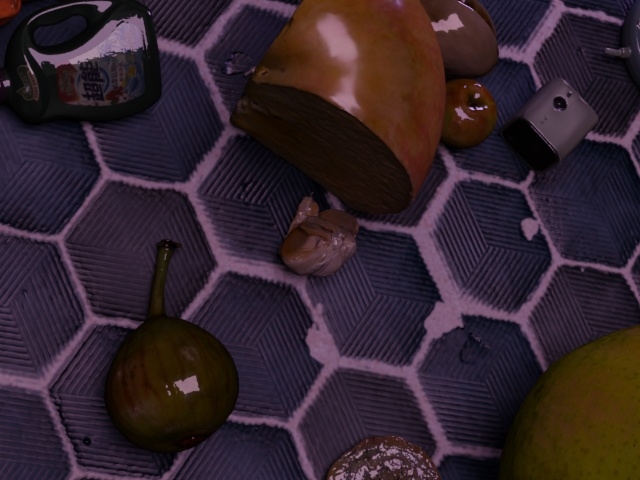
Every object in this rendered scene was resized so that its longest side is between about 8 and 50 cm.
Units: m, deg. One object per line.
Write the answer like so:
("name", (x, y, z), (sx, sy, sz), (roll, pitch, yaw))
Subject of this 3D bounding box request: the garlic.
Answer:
("garlic", (0.004, 0.003, 1.654), (0.113, 0.094, 0.074), (-44, 132, -26))

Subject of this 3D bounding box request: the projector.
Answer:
("projector", (0.293, -0.147, 1.767), (0.083, 0.083, 0.082), (46, 70, -3))

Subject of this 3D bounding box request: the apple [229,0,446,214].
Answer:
("apple", (0.025, -0.185, 1.582), (0.252, 0.309, 0.314), (-9, 82, -18))

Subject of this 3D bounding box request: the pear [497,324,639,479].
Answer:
("pear", (0.391, 0.272, 1.551), (0.391, 0.391, 0.391), (4, 76, -15))

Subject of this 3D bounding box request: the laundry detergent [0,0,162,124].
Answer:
("laundry detergent", (-0.302, -0.206, 1.607), (0.221, 0.078, 0.144), (-9, 105, -16))

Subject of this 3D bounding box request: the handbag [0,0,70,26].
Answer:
("handbag", (-0.347, -0.428, 1.637), (0.410, 0.116, 0.304), (-29, 90, -19))

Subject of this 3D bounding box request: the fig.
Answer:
("fig", (-0.186, 0.113, 1.554), (0.151, 0.151, 0.259), (-11, 59, -18))

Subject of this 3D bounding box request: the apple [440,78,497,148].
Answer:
("apple", (0.179, -0.161, 1.743), (0.089, 0.074, 0.090), (5, 74, -16))

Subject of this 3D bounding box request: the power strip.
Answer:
("power strip", (0.483, -0.246, 1.867), (0.216, 0.044, 0.137), (15, 74, -13))

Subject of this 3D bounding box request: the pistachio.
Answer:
("pistachio", (0.161, -0.262, 1.749), (0.149, 0.113, 0.113), (34, 70, -14))

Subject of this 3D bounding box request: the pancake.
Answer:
("pancake", (0.077, 0.310, 1.631), (0.158, 0.028, 0.158), (3, 76, -12))
